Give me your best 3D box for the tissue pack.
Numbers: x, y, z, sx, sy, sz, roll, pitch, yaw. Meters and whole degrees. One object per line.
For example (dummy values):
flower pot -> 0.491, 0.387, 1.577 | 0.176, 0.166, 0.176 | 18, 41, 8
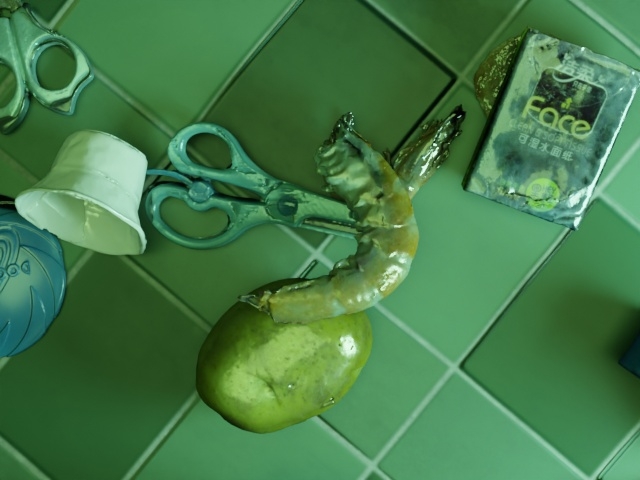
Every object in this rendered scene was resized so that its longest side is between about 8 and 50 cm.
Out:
tissue pack -> 0.312, -0.149, 1.655 | 0.173, 0.073, 0.235 | 21, 101, -4

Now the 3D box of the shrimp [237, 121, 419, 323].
shrimp -> 0.034, 0.002, 1.622 | 0.185, 0.068, 0.287 | 28, 74, 0

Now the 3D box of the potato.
potato -> -0.049, 0.156, 1.659 | 0.197, 0.148, 0.228 | 34, 88, 16

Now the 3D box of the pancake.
pancake -> 0.288, -0.216, 1.700 | 0.151, 0.025, 0.152 | 0, 94, 6

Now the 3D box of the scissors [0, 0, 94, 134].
scissors -> -0.447, -0.338, 1.748 | 0.191, 0.029, 0.360 | -15, 89, 5

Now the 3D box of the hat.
hat -> -0.308, -0.073, 1.676 | 0.203, 0.203, 0.126 | 17, 70, 4

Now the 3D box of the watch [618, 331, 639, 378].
watch -> 0.497, 0.187, 1.604 | 0.200, 0.196, 0.171 | 36, 82, -4

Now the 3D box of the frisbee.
frisbee -> -0.483, 0.052, 1.743 | 0.242, 0.045, 0.242 | 0, 90, 2

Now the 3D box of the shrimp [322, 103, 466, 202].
shrimp -> 0.097, -0.132, 1.698 | 0.219, 0.046, 0.152 | -43, 91, 12

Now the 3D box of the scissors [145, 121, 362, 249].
scissors -> -0.059, -0.046, 1.702 | 0.393, 0.032, 0.180 | 15, 102, 6
